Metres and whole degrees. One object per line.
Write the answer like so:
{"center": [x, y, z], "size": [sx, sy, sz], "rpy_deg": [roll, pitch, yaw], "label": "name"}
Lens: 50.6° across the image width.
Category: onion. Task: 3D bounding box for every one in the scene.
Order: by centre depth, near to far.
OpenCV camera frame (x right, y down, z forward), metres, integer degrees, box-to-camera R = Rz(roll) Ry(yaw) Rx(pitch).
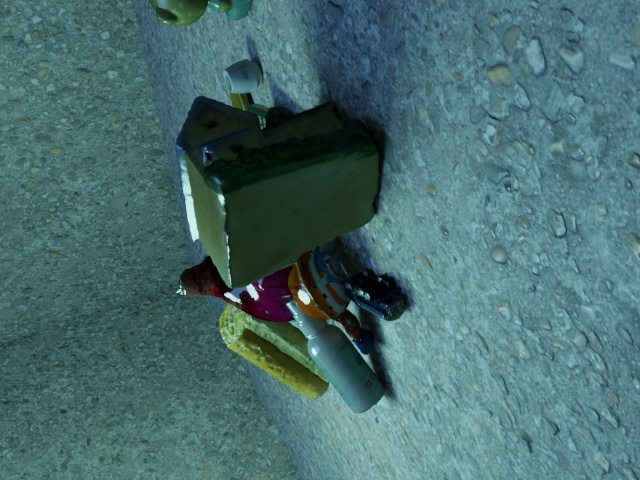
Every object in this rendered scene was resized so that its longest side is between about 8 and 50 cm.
{"center": [-0.208, 0.080, 1.927], "size": [0.398, 0.420, 0.398], "rpy_deg": [52, 161, 26], "label": "onion"}

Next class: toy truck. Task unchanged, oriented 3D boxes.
{"center": [0.130, 0.128, 1.576], "size": [0.201, 0.074, 0.088], "rpy_deg": [21, 137, 65], "label": "toy truck"}

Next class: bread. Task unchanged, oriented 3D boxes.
{"center": [-0.135, 0.334, 2.161], "size": [0.375, 0.165, 0.236], "rpy_deg": [39, -178, -23], "label": "bread"}

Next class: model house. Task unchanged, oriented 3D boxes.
{"center": [-0.111, -0.161, 1.460], "size": [0.343, 0.381, 0.335], "rpy_deg": [53, 155, 36], "label": "model house"}

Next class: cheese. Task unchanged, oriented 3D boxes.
{"center": [0.027, 0.150, 1.722], "size": [0.329, 0.129, 0.217], "rpy_deg": [53, -163, -14], "label": "cheese"}

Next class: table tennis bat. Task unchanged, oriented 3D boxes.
{"center": [-0.232, -0.360, 2.115], "size": [0.198, 0.050, 0.321], "rpy_deg": [119, 132, -70], "label": "table tennis bat"}

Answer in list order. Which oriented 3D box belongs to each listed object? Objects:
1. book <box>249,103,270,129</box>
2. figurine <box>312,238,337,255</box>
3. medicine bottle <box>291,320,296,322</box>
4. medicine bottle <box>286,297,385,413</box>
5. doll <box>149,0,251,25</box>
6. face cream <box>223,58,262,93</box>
{"center": [-0.096, -0.245, 1.806], "size": [0.264, 0.027, 0.202], "rpy_deg": [29, 137, 47], "label": "book"}
{"center": [0.000, 0.000, 1.776], "size": [0.082, 0.094, 0.086], "rpy_deg": [-3, 78, 37], "label": "figurine"}
{"center": [-0.096, 0.230, 2.321], "size": [0.057, 0.057, 0.089], "rpy_deg": [15, 123, 68], "label": "medicine bottle"}
{"center": [0.030, 0.292, 1.797], "size": [0.352, 0.110, 0.110], "rpy_deg": [53, 163, -7], "label": "medicine bottle"}
{"center": [-0.315, -0.642, 1.722], "size": [0.177, 0.260, 0.161], "rpy_deg": [67, 160, 11], "label": "doll"}
{"center": [-0.217, -0.457, 1.895], "size": [0.091, 0.095, 0.091], "rpy_deg": [54, 156, 37], "label": "face cream"}
